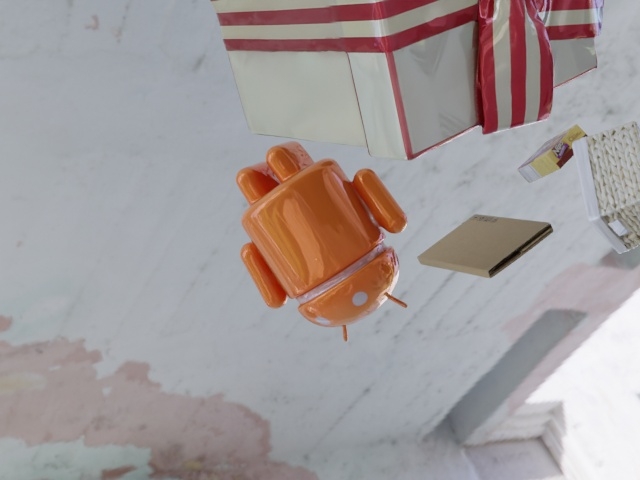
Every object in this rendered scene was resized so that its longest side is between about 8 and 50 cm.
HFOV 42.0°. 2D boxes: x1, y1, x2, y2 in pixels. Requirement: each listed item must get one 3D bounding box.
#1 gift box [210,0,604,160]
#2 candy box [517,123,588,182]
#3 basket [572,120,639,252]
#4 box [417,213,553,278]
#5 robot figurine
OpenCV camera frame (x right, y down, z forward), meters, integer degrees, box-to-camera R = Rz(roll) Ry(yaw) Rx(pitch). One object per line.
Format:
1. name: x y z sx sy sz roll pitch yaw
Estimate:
1. gift box: 0.080 -0.230 0.678 0.276 0.258 0.255 -32 -62 -27
2. candy box: 0.555 -0.205 1.996 0.109 0.053 0.187 -43 2 -10
3. basket: 0.467 -0.086 1.276 0.103 0.167 0.113 -26 -45 32
4. box: 0.295 0.007 1.521 0.164 0.201 0.021 -34 -68 -23
5. robot figurine: 0.001 -0.001 0.895 0.158 0.219 0.128 -34 1 -17
